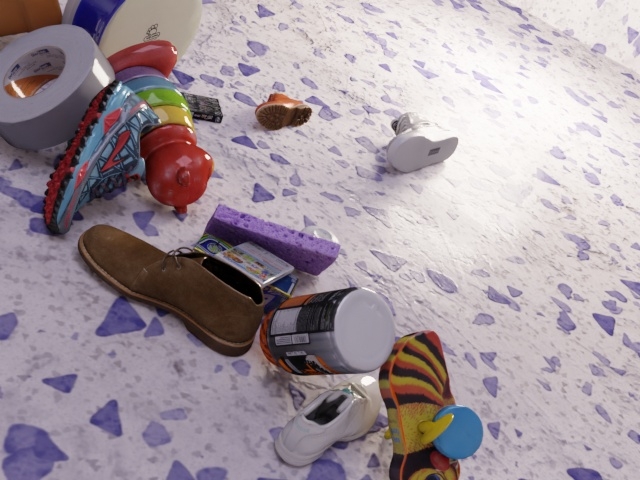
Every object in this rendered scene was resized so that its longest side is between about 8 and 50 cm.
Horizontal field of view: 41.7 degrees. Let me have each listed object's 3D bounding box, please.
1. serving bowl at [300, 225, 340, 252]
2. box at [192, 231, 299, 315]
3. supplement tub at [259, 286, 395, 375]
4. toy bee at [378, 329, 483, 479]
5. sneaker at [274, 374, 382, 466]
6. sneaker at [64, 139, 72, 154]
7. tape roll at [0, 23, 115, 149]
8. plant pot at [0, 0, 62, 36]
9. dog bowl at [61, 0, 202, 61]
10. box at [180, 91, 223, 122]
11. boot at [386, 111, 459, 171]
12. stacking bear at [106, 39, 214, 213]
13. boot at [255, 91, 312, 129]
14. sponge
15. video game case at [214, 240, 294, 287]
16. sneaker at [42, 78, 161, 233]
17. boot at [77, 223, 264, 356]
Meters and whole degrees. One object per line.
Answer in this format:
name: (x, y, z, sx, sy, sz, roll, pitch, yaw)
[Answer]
serving bowl: (0.000, 0.000, 1.500, 0.083, 0.027, 0.083, 17, 35, -13)
box: (-0.123, 0.056, 1.320, 0.169, 0.059, 0.054, 26, 33, 0)
supplement tub: (0.004, 0.131, 1.179, 0.117, 0.190, 0.117, 8, 77, -36)
toy bee: (0.138, 0.278, 1.114, 0.162, 0.195, 0.298, -21, 64, -17)
sneaker: (0.030, 0.230, 1.161, 0.080, 0.094, 0.212, 38, 36, 20)
sneaker: (-0.391, -0.142, 1.396, 0.065, 0.076, 0.166, 1, 42, -30)
tape roll: (-0.457, -0.257, 1.399, 0.219, 0.072, 0.219, -9, 54, 13)
plant pot: (-0.631, -0.489, 1.530, 0.203, 0.291, 0.291, -29, 57, -16)
dog bowl: (-0.357, -0.422, 1.617, 0.104, 0.265, 0.265, 42, 38, 17)
box: (-0.244, -0.270, 1.706, 0.083, 0.018, 0.067, 6, 39, -26)
boot: (0.195, -0.226, 1.878, 0.123, 0.095, 0.258, 38, 28, 27)
stacking bear: (-0.280, -0.182, 1.457, 0.164, 0.175, 0.289, -15, 59, -30)
boot: (-0.097, -0.279, 1.783, 0.085, 0.059, 0.158, 40, 29, 25)
sponge: (-0.083, 0.001, 1.375, 0.210, 0.117, 0.031, 19, 71, -10)
video game case: (-0.100, 0.035, 1.280, 0.087, 0.011, 0.122, 31, 18, 13)
sneaker: (-0.331, -0.116, 1.306, 0.125, 0.104, 0.261, 32, 73, -27)
boot: (-0.215, 0.042, 1.237, 0.305, 0.115, 0.112, 29, 37, 7)
